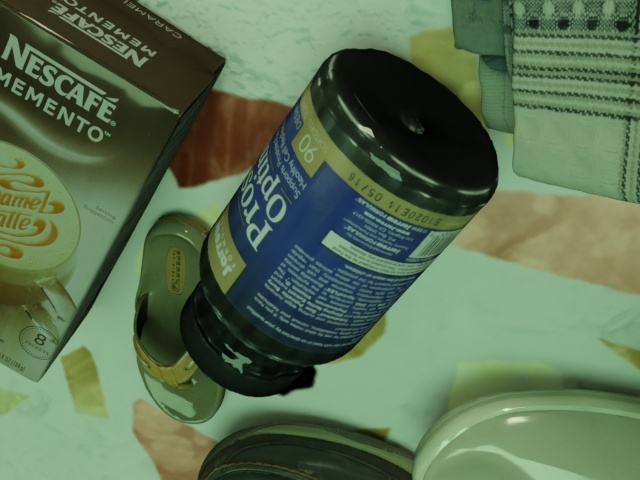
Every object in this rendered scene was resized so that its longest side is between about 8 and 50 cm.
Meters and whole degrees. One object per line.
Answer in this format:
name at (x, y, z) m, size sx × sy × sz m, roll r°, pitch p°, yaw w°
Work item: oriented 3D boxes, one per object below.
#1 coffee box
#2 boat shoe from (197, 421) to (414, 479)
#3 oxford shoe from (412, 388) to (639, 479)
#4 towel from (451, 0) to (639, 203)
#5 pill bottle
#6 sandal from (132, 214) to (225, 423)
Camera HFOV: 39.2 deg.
coffee box at (-0.185, -0.044, 0.594) m, size 0.141 × 0.098 × 0.246 m, roll 31°, pitch 121°, yaw -6°
boat shoe at (0.065, 0.260, 0.690) m, size 0.355 × 0.130 × 0.132 m, roll 25°, pitch 121°, yaw -2°
oxford shoe at (0.278, 0.232, 0.623) m, size 0.449 × 0.130 × 0.169 m, roll 23°, pitch 118°, yaw -1°
towel at (0.164, -0.151, 0.373) m, size 0.324 × 0.056 × 0.312 m, roll 25°, pitch 134°, yaw 50°
pill bottle at (0.000, 0.000, 0.559) m, size 0.122 × 0.123 × 0.219 m, roll 34°, pitch 125°, yaw -7°
sandal at (-0.109, 0.068, 0.669) m, size 0.072 × 0.049 × 0.180 m, roll 9°, pitch 120°, yaw 8°
